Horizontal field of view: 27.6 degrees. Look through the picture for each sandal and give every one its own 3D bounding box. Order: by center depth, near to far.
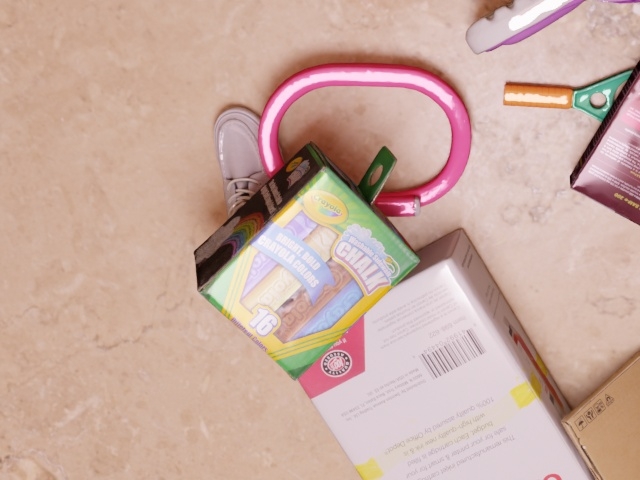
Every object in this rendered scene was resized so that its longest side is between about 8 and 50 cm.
[{"bbox_3d":[0.381,-0.319,1.627,0.416,0.169,0.102,-24,97,29],"label":"sandal"}]

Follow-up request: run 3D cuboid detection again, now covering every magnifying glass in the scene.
[{"bbox_3d":[0.361,-0.188,1.735,0.231,0.026,0.092,5,106,10],"label":"magnifying glass"}]

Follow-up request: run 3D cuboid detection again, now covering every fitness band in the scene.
[{"bbox_3d":[0.060,-0.137,1.773,0.291,0.054,0.209,1,107,1],"label":"fitness band"}]

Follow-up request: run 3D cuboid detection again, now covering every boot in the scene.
[{"bbox_3d":[-0.092,-0.055,1.808,0.095,0.123,0.258,-18,101,15],"label":"boot"}]

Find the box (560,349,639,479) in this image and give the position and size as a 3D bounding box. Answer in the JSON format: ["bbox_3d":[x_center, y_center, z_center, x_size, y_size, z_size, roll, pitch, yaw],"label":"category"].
[{"bbox_3d":[0.440,0.254,1.780,0.201,0.021,0.164,-36,100,-24],"label":"box"}]

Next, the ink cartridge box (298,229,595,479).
[{"bbox_3d":[0.169,0.225,1.816,0.279,0.160,0.384,-29,98,18],"label":"ink cartridge box"}]

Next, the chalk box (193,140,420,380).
[{"bbox_3d":[0.000,0.000,1.680,0.289,0.180,0.179,-43,106,6],"label":"chalk box"}]

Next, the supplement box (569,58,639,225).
[{"bbox_3d":[0.438,-0.145,1.684,0.130,0.073,0.239,29,108,0],"label":"supplement box"}]
